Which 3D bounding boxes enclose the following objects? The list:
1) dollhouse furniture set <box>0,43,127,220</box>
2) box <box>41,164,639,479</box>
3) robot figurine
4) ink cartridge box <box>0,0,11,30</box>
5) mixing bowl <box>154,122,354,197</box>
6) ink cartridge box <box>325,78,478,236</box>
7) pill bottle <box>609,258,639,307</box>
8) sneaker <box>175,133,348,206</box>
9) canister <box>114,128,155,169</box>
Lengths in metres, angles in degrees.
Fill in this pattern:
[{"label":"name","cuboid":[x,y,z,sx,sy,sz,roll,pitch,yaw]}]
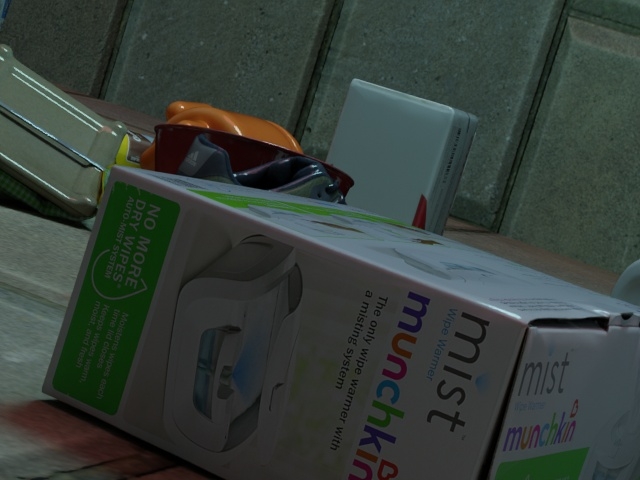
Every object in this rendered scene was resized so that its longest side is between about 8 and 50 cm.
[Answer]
[{"label":"dollhouse furniture set","cuboid":[-0.344,-0.094,1.520,0.301,0.151,0.197,34,23,-12]},{"label":"box","cuboid":[0.038,0.059,0.857,0.231,0.127,0.262,21,6,26]},{"label":"robot figurine","cuboid":[-0.094,-0.068,1.734,0.158,0.128,0.219,18,6,27]},{"label":"ink cartridge box","cuboid":[-0.379,-0.190,1.688,0.082,0.191,0.139,18,6,-5]},{"label":"mixing bowl","cuboid":[-0.069,-0.028,1.450,0.181,0.098,0.181,14,-7,2]},{"label":"ink cartridge box","cuboid":[0.077,-0.058,1.786,0.114,0.197,0.273,19,5,10]},{"label":"pill bottle","cuboid":[0.398,0.097,1.654,0.216,0.121,0.121,16,6,-21]},{"label":"sneaker","cuboid":[0.000,0.000,1.350,0.300,0.121,0.111,14,7,-36]},{"label":"canister","cuboid":[-0.239,-0.093,1.797,0.170,0.073,0.126,16,6,-28]}]
